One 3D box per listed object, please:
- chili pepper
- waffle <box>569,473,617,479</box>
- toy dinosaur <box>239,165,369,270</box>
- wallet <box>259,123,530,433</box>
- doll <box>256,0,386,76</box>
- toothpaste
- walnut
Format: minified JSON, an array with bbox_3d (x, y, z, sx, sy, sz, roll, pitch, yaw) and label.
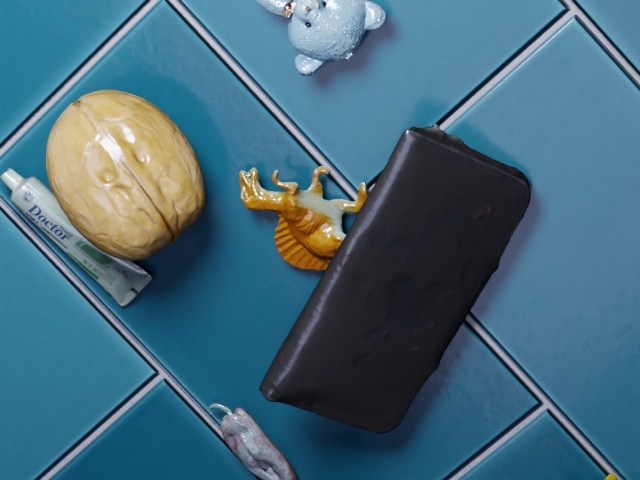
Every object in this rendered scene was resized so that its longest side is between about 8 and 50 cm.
[{"bbox_3d":[-0.080,0.257,1.952,0.153,0.041,0.050,53,148,-7],"label":"chili pepper"},{"bbox_3d":[0.385,0.424,1.910,0.260,0.069,0.292,-5,105,11],"label":"waffle"},{"bbox_3d":[-0.001,-0.001,1.861,0.142,0.057,0.212,-18,102,14],"label":"toy dinosaur"},{"bbox_3d":[0.092,0.052,1.830,0.197,0.051,0.377,20,109,-27],"label":"wallet"},{"bbox_3d":[-0.018,-0.279,1.778,0.120,0.075,0.179,-35,98,13],"label":"doll"},{"bbox_3d":[-0.300,-0.008,1.917,0.218,0.041,0.064,43,119,-7],"label":"toothpaste"},{"bbox_3d":[-0.226,-0.078,1.825,0.165,0.165,0.197,-25,103,14],"label":"walnut"}]
